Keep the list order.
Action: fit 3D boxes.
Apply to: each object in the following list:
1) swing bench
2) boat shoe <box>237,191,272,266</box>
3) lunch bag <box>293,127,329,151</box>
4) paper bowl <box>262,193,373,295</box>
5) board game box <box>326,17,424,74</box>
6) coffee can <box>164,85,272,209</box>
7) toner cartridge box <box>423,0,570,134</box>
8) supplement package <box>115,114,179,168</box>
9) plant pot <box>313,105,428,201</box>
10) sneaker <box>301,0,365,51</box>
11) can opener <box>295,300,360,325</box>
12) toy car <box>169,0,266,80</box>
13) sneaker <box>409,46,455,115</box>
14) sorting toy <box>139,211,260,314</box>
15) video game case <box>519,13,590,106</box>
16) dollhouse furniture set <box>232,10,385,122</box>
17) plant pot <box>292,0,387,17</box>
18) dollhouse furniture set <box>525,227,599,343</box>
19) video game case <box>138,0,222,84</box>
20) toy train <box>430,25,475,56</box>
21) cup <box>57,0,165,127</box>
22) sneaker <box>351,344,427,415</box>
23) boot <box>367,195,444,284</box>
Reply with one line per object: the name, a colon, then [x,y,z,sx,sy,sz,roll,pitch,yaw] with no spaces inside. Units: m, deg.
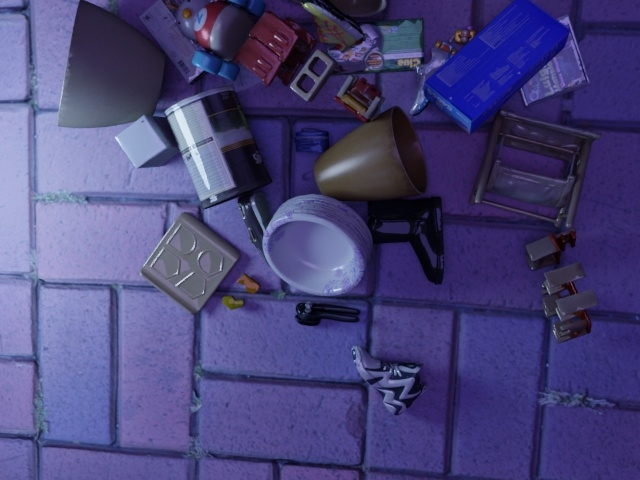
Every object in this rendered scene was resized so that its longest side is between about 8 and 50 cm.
swing bench: [0.544,-0.184,1.837,0.253,0.165,0.254,16,94,5]
boat shoe: [-0.164,-0.025,1.985,0.069,0.081,0.227,-9,109,28]
lunch bag: [-0.026,-0.272,1.941,0.098,0.067,0.065,2,97,8]
paper bowl: [0.000,0.000,1.898,0.284,0.148,0.284,12,134,12]
board game box: [0.146,-0.516,1.908,0.260,0.030,0.136,-1,95,7]
coffee can: [-0.272,-0.246,1.907,0.201,0.201,0.275,-21,94,9]
toner cartridge box: [0.438,-0.440,1.783,0.348,0.075,0.165,-42,70,-7]
supplement package: [-0.456,-0.267,1.939,0.105,0.179,0.105,-33,92,10]
plant pot: [0.119,-0.197,1.868,0.254,0.237,0.237,-17,95,23]
sneaker: [0.019,-0.547,1.823,0.094,0.208,0.081,-40,47,26]
can opener: [0.020,0.203,2.012,0.186,0.073,0.059,-1,59,4]
toy car: [-0.303,-0.564,1.839,0.238,0.210,0.219,26,101,14]
sneaker: [0.275,-0.419,1.875,0.083,0.071,0.190,31,109,2]
sorting toy: [-0.335,0.094,2.047,0.307,0.041,0.229,38,96,1]
video game case: [0.588,-0.467,1.861,0.173,0.022,0.190,-19,95,10]
dollhouse furniture set: [-0.016,-0.415,1.838,0.374,0.201,0.152,39,108,4]
plant pot: [0.042,-0.766,1.766,0.334,0.334,0.305,15,87,5]
dollhouse furniture set: [0.635,0.111,1.828,0.135,0.262,0.259,-20,63,7]
video game case: [-0.346,-0.582,1.953,0.210,0.042,0.232,-37,92,10]
toy train: [0.374,-0.491,1.872,0.166,0.046,0.125,-21,94,9]
cup: [-0.543,-0.438,1.885,0.237,0.331,0.331,10,99,-19]
sneaker: [0.203,0.357,1.983,0.153,0.094,0.235,-36,92,9]
boot: [0.226,0.000,1.930,0.207,0.094,0.246,-3,90,4]
